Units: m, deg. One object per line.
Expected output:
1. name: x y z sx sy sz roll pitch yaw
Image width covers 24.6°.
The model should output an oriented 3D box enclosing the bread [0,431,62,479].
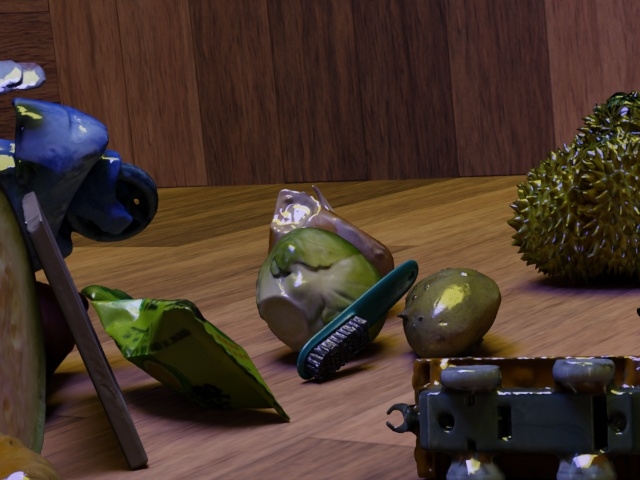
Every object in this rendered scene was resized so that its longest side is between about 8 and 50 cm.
1. bread: -0.227 0.180 0.696 0.244 0.134 0.244 -5 10 1

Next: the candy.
1. candy: -0.128 0.101 1.339 0.069 0.149 0.246 -56 24 -18

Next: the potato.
1. potato: 0.128 0.073 1.478 0.105 0.085 0.188 -28 5 -3

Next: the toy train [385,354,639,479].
1. toy train: 0.158 0.125 1.034 0.219 0.089 0.127 -3 -3 21

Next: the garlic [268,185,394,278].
1. garlic: 0.006 0.013 1.728 0.145 0.164 0.245 -22 0 7

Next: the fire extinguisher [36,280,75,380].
1. fire extinguisher: -0.327 0.118 1.400 0.147 0.106 0.337 -21 6 2

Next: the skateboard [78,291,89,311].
1. skateboard: -0.371 0.086 1.882 0.151 0.067 0.080 -1 -3 -5

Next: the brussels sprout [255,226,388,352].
1. brussels sprout: -0.001 0.058 1.523 0.155 0.155 0.117 -12 -31 -42

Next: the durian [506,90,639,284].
1. durian: 0.378 -0.052 1.796 0.291 0.224 0.291 -41 6 5

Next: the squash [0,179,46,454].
1. squash: -0.410 0.089 1.041 0.384 0.263 0.263 -6 7 5

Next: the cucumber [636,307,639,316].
1. cucumber: 0.369 0.075 1.457 0.107 0.035 0.067 -10 -7 35

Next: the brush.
1. brush: 0.047 0.078 1.447 0.032 0.043 0.193 20 43 37

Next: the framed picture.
1. framed picture: -0.211 0.067 1.273 0.020 0.211 0.289 -24 10 -8

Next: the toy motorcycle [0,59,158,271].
1. toy motorcycle: -0.336 -0.042 1.463 0.319 0.182 0.241 -20 -20 1
